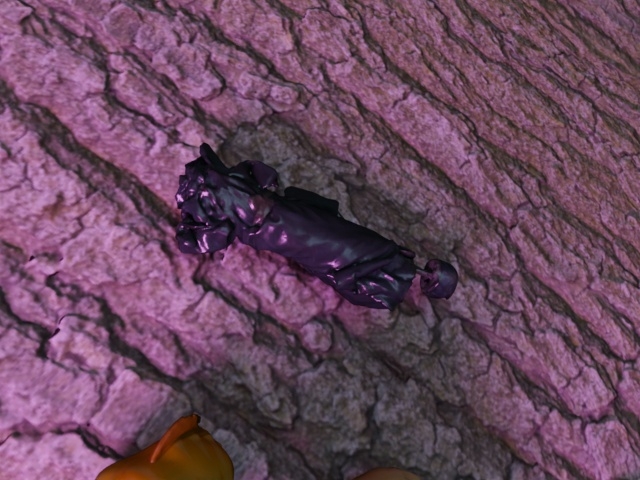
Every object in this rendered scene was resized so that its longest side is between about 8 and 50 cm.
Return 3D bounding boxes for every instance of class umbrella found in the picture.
[{"bbox_3d":[-0.001,0.003,0.728,0.349,0.094,0.143,19,55,-17],"label":"umbrella"}]

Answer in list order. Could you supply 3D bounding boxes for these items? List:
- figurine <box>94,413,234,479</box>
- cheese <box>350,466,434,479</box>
[{"bbox_3d":[-0.157,0.267,0.526,0.157,0.131,0.246,13,58,22],"label":"figurine"},{"bbox_3d":[0.072,0.337,0.602,0.214,0.117,0.226,36,53,0],"label":"cheese"}]
